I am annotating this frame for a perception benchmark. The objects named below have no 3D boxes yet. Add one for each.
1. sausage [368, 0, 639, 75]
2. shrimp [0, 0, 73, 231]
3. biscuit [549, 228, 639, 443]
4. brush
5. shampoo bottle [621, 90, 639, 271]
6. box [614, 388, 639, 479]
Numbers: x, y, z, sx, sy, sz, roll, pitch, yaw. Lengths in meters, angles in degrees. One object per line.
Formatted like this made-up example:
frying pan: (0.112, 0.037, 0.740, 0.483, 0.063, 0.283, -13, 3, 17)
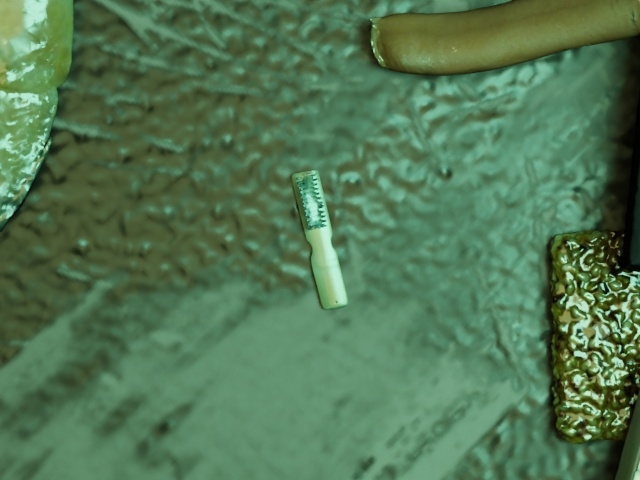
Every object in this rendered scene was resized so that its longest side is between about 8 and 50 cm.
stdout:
sausage: (0.115, -0.124, 1.017, 0.176, 0.047, 0.040, -10, 61, 25)
shrimp: (-0.344, -0.067, 1.017, 0.445, 0.085, 0.272, -30, 97, -5)
biscuit: (0.251, 0.055, 1.058, 0.230, 0.025, 0.131, -2, 92, -2)
brush: (0.000, 0.000, 1.056, 0.016, 0.013, 0.084, -13, 93, -4)
shampoo bottle: (0.238, -0.131, 1.024, 0.098, 0.071, 0.310, 7, 85, 3)
box: (0.290, 0.218, 1.039, 0.273, 0.048, 0.265, 13, 95, -3)
